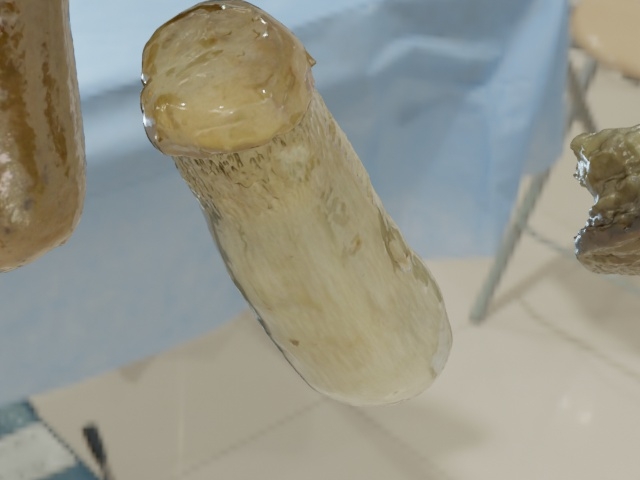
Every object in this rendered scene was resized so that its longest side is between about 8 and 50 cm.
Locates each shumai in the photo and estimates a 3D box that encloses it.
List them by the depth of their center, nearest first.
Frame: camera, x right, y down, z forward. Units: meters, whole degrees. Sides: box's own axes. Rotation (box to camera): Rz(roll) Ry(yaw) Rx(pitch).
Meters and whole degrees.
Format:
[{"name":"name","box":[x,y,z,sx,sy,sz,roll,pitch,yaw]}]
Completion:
[{"name":"shumai","box":[0.244,-0.027,1.221,0.123,0.105,0.139,10,-6,-29]}]

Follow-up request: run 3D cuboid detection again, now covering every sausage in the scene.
[{"name":"sausage","box":[-0.217,-0.219,1.153,0.136,0.501,0.123,-5,16,-26]}]

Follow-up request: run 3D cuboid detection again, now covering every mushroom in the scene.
[{"name":"mushroom","box":[0.000,0.000,0.936,0.095,0.351,0.123,-23,56,5]}]
